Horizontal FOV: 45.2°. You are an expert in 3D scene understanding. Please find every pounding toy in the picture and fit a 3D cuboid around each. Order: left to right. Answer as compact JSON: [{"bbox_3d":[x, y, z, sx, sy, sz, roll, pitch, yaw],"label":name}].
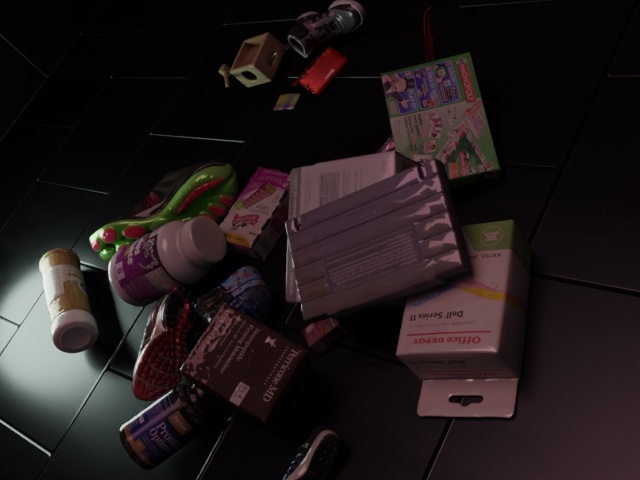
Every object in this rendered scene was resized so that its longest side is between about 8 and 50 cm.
[{"bbox_3d":[-0.226,-0.532,2.412,0.206,0.094,0.181,-1,61,48],"label":"pounding toy"}]

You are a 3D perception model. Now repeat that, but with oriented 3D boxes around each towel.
[{"bbox_3d":[-0.097,-0.408,2.266,0.083,0.009,0.060,2,58,38],"label":"towel"}]

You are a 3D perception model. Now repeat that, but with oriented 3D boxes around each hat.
[{"bbox_3d":[0.233,-0.403,1.874,0.172,0.183,0.209,-19,47,26],"label":"hat"}]

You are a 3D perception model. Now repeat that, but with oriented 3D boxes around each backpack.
[{"bbox_3d":[-0.181,0.155,1.775,0.173,0.158,0.117,-41,49,-15],"label":"backpack"}]

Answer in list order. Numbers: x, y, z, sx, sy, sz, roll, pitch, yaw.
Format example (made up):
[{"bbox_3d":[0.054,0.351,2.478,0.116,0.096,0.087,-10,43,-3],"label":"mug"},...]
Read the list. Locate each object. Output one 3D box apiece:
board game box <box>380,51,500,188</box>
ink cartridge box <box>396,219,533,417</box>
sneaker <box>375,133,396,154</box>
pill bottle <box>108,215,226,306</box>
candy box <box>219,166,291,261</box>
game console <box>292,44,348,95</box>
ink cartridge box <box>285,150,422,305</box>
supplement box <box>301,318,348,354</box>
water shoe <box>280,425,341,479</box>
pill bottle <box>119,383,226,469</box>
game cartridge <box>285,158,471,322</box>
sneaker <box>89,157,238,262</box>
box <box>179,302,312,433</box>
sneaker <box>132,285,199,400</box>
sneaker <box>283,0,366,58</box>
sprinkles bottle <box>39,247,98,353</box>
[{"bbox_3d":[0.266,-0.263,1.736,0.213,0.046,0.318,-11,65,8],"label":"board game box"},{"bbox_3d":[0.271,0.146,1.449,0.207,0.119,0.354,-8,53,33],"label":"ink cartridge box"},{"bbox_3d":[0.194,-0.170,1.801,0.131,0.112,0.319,41,82,22],"label":"sneaker"},{"bbox_3d":[-0.389,0.048,1.975,0.301,0.169,0.169,-25,44,31],"label":"pill bottle"},{"bbox_3d":[-0.152,-0.073,1.990,0.159,0.071,0.234,15,67,43],"label":"candy box"},{"bbox_3d":[-0.002,-0.490,2.256,0.124,0.085,0.144,37,83,17],"label":"game console"},{"bbox_3d":[0.070,-0.013,1.645,0.271,0.130,0.310,-4,78,35],"label":"ink cartridge box"},{"bbox_3d":[0.009,0.198,1.666,0.083,0.043,0.055,-37,42,6],"label":"supplement box"},{"bbox_3d":[-0.033,0.453,1.490,0.203,0.073,0.080,-51,16,-8],"label":"water shoe"},{"bbox_3d":[-0.322,0.395,1.698,0.219,0.123,0.123,-36,42,1],"label":"pill bottle"},{"bbox_3d":[0.104,0.011,1.502,0.354,0.068,0.230,-21,73,27],"label":"game cartridge"},{"bbox_3d":[-0.427,-0.072,2.158,0.482,0.185,0.202,-26,27,14],"label":"sneaker"},{"bbox_3d":[-0.147,0.264,1.581,0.203,0.167,0.169,28,72,13],"label":"box"},{"bbox_3d":[-0.384,0.258,1.881,0.112,0.121,0.299,-27,35,40],"label":"sneaker"},{"bbox_3d":[0.006,-0.617,2.274,0.268,0.101,0.153,-1,46,44],"label":"sneaker"},{"bbox_3d":[-0.725,0.165,2.201,0.121,0.121,0.355,-40,42,4],"label":"sprinkles bottle"}]
